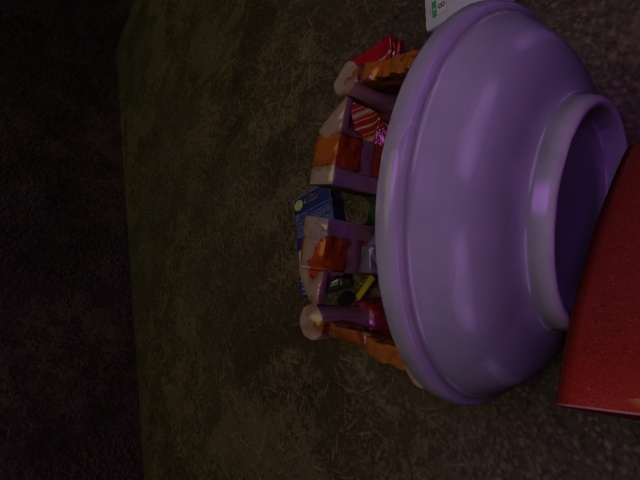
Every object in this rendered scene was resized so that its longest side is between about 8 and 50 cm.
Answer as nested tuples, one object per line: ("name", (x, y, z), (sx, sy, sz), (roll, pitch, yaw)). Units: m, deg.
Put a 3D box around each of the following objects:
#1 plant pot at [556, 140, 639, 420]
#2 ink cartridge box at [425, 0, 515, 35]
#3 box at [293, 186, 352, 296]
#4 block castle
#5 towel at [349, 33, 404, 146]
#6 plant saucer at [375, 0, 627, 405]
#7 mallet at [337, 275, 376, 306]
("plant pot", (0.378, 0.036, 0.368), (0.267, 0.267, 0.235), (-13, 63, 50))
("ink cartridge box", (0.263, -0.450, 0.729), (0.225, 0.056, 0.181), (-12, 76, 52))
("box", (0.000, 0.000, 1.006), (0.136, 0.037, 0.225), (-23, 69, 48))
("block castle", (0.153, -0.038, 0.678), (0.303, 0.213, 0.453), (7, 89, 51))
("towel", (0.081, -0.237, 0.909), (0.199, 0.031, 0.274), (-165, 83, -68))
("plant saucer", (0.214, -0.027, 0.453), (0.101, 0.400, 0.400), (8, 91, 46))
("mallet", (0.101, 0.078, 0.873), (0.189, 0.039, 0.062), (-53, 46, 28))
